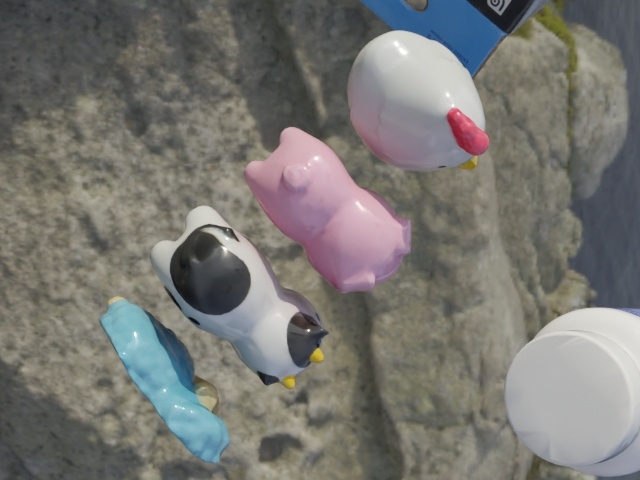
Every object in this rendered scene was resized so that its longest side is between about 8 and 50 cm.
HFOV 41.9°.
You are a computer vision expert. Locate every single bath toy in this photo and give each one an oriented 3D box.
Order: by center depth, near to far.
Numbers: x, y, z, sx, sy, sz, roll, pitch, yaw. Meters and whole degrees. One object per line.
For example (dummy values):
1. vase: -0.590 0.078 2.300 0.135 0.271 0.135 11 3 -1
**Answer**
1. bath toy: 0.000 0.000 0.633 0.348 0.129 0.151 -47 134 1

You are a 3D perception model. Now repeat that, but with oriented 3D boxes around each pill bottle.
1. pill bottle: 0.282 0.139 0.795 0.272 0.152 0.152 8 89 -52

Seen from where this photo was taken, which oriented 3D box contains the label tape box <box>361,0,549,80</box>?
1. label tape box: 0.143 -0.334 0.702 0.106 0.240 0.334 -36 166 -42
